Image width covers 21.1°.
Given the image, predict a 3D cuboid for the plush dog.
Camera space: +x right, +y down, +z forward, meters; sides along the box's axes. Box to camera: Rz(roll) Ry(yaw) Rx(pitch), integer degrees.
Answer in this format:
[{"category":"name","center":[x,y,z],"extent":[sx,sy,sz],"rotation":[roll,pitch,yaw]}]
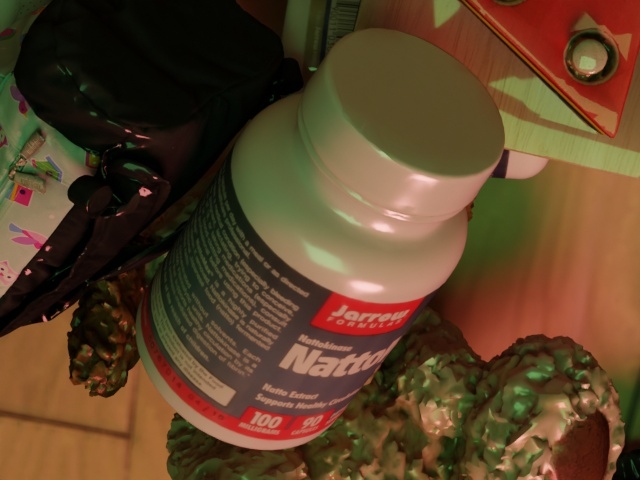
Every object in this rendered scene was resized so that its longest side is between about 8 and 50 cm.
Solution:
[{"category":"plush dog","center":[-0.005,0.065,0.905],"extent":[0.262,0.210,0.225],"rotation":[-24,101,-8]}]

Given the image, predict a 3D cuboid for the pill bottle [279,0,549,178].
[{"category":"pill bottle","center":[0.067,-0.079,0.834],"extent":[0.169,0.094,0.094],"rotation":[7,121,4]}]

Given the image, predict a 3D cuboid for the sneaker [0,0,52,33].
[{"category":"sneaker","center":[-0.075,-0.181,0.785],"extent":[0.169,0.108,0.292],"rotation":[19,120,0]}]

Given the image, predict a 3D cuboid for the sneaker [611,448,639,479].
[{"category":"sneaker","center":[0.119,0.206,0.992],"extent":[0.276,0.097,0.135],"rotation":[-11,116,12]}]

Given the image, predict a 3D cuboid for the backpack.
[{"category":"backpack","center":[-0.116,-0.039,0.780],"extent":[0.115,0.152,0.182],"rotation":[53,127,7]}]

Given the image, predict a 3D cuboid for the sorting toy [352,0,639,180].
[{"category":"sorting toy","center":[0.159,-0.150,0.728],"extent":[0.255,0.089,0.257],"rotation":[13,98,0]}]

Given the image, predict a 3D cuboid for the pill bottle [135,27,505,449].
[{"category":"pill bottle","center":[0.000,0.000,0.738],"extent":[0.108,0.108,0.180],"rotation":[27,133,-8]}]
